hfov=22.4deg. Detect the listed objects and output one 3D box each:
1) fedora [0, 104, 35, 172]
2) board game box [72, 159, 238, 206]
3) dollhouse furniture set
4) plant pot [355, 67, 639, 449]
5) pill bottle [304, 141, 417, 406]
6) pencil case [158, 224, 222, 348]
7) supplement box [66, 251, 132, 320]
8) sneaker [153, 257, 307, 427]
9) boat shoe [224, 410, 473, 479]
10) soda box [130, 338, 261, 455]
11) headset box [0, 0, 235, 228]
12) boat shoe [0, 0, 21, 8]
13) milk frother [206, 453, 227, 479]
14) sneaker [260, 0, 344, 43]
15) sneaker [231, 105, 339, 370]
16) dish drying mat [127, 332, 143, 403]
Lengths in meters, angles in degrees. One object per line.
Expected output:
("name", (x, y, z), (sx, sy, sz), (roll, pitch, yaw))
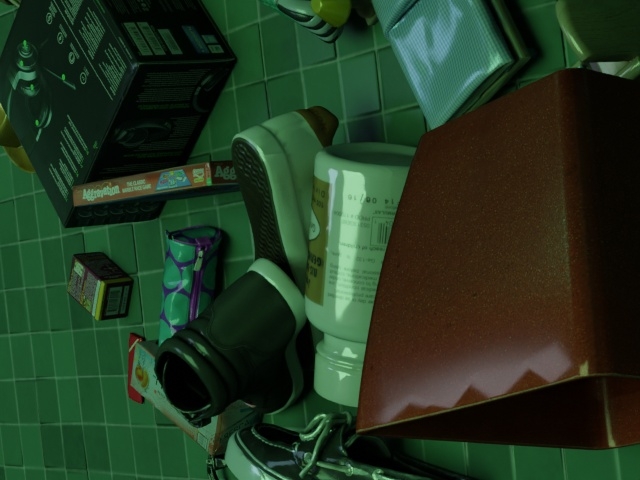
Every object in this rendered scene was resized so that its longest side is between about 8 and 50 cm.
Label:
("fedora", (-0.406, -0.177, 2.120), (0.194, 0.079, 0.194), (11, 103, 53))
("board game box", (-0.134, -0.062, 1.720), (0.281, 0.145, 0.027), (-5, 91, 53))
("dollhouse furniture set", (0.096, -0.182, 1.355), (0.303, 0.198, 0.286), (-44, 61, 47))
("plant pot", (0.199, 0.019, 1.216), (0.267, 0.267, 0.235), (-23, 65, 52))
("pill bottle", (0.052, 0.032, 1.498), (0.131, 0.131, 0.229), (21, 111, 50))
("pencil case", (-0.148, 0.061, 1.822), (0.070, 0.064, 0.151), (-138, 50, -67))
("supplement box", (-0.274, 0.056, 2.006), (0.083, 0.043, 0.055), (37, 124, 43))
("sneaker", (-0.097, 0.132, 1.626), (0.104, 0.147, 0.295), (46, 160, 17))
("boat shoe", (0.027, 0.220, 1.576), (0.306, 0.113, 0.105), (21, 105, 47))
("soda box", (-0.142, 0.174, 1.831), (0.183, 0.063, 0.058), (33, 120, 45))
("headset box", (-0.251, -0.185, 1.869), (0.246, 0.131, 0.283), (58, 136, 30))
("boat shoe", (-0.403, -0.360, 2.048), (0.355, 0.132, 0.130), (37, 123, 46))
("milk frother", (-0.140, 0.306, 1.787), (0.129, 0.135, 0.143), (-19, 81, 21))
("sneaker", (-0.024, -0.275, 1.625), (0.098, 0.083, 0.224), (-55, 43, 4))
("sneaker", (0.000, 0.000, 1.605), (0.106, 0.123, 0.290), (34, 143, 42))
("dish drying mat", (-0.227, 0.157, 1.987), (0.032, 0.008, 0.083), (17, 108, 50))
